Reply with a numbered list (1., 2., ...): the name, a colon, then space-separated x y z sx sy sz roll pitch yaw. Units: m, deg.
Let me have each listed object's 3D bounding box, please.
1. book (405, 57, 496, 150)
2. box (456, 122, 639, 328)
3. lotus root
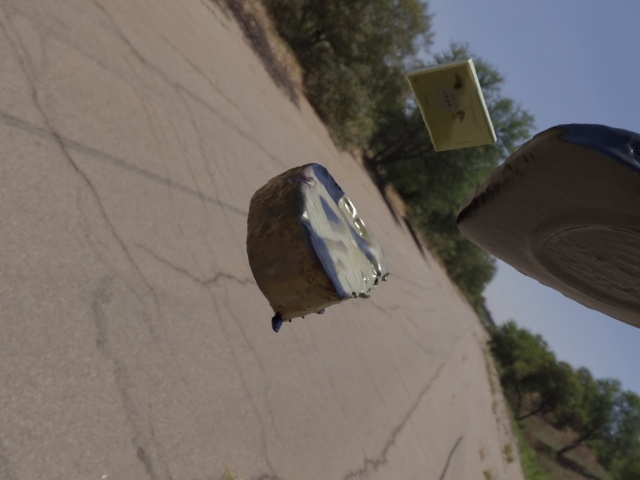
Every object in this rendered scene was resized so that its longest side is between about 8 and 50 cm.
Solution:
1. book: 0.152 -0.154 0.753 0.111 0.077 0.014 60 41 -34
2. box: 0.209 0.007 0.443 0.212 0.042 0.201 28 -20 1
3. lotus root: 0.000 0.000 0.706 0.170 0.074 0.260 64 20 -2
